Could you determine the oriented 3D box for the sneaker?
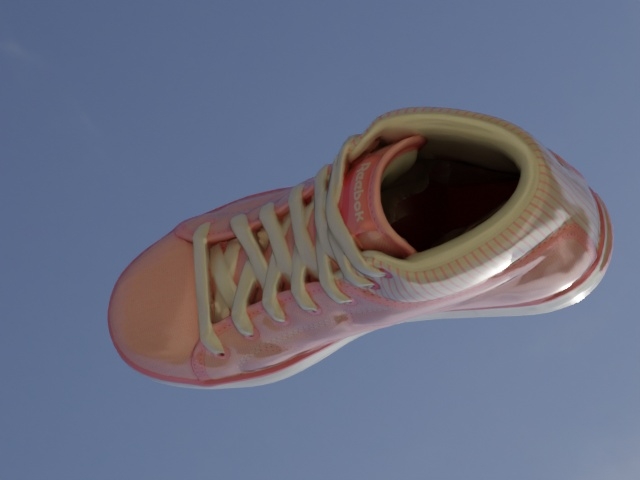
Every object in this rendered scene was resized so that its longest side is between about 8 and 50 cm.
[{"bbox_3d":[0.000,0.000,0.457,0.070,0.134,0.051,42,-141,-65],"label":"sneaker"}]
